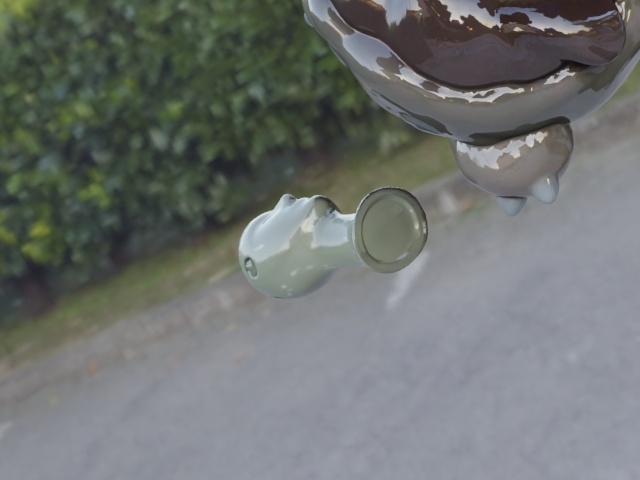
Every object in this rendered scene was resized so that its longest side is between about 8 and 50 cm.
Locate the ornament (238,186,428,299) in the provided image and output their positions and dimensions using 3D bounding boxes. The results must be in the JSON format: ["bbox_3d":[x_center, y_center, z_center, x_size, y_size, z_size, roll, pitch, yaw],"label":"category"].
[{"bbox_3d":[0.000,0.000,1.120,0.075,0.081,0.156,-32,14,-37],"label":"ornament"}]

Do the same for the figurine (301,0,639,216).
[{"bbox_3d":[0.127,-0.213,0.909,0.203,0.248,0.380,-29,-26,-44],"label":"figurine"}]
